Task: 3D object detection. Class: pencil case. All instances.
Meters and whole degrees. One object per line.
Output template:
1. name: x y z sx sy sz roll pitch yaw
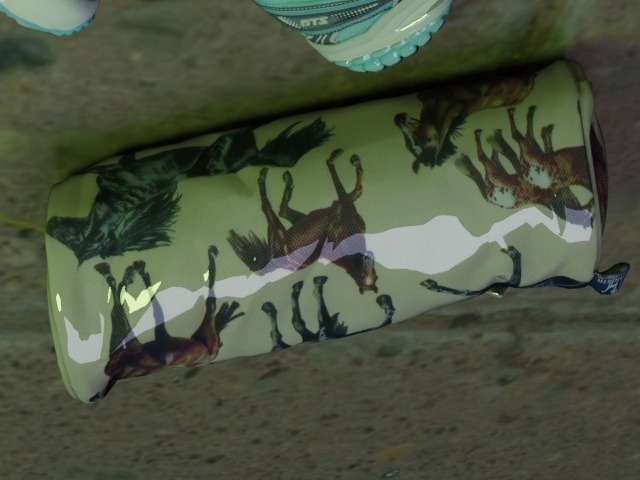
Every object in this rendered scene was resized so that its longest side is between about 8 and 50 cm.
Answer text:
1. pencil case: 0.000 0.000 1.233 0.410 0.160 0.183 -13 133 0

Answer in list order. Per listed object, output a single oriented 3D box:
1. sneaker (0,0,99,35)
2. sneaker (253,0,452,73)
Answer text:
1. sneaker: -0.157 -0.207 0.862 0.092 0.087 0.229 -20 115 10
2. sneaker: 0.064 -0.200 1.003 0.122 0.110 0.283 20 135 -36
